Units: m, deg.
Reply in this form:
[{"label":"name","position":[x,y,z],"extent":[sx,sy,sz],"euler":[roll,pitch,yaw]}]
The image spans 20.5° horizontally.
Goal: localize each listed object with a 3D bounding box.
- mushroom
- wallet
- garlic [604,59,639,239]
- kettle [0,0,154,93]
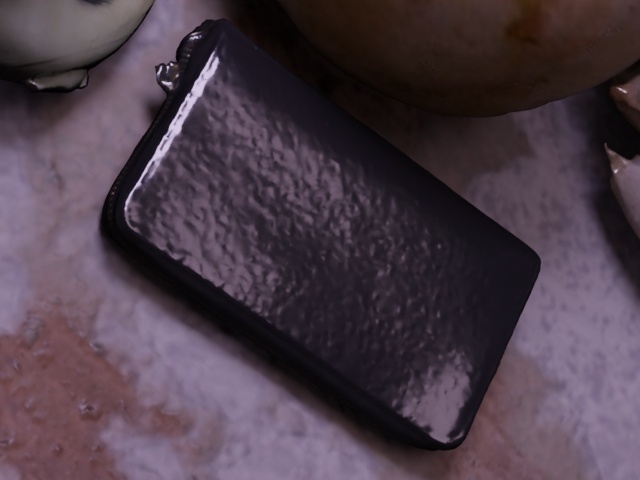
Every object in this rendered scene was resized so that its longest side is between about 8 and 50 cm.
[{"label":"mushroom","position":[0.100,-0.217,0.991],"extent":[0.292,0.292,0.290],"euler":[59,25,0]},{"label":"wallet","position":[0.000,0.000,0.954],"extent":[0.250,0.044,0.149],"euler":[34,62,-17]},{"label":"garlic","position":[0.261,-0.110,1.076],"extent":[0.185,0.203,0.281],"euler":[-40,127,-67]},{"label":"kettle","position":[-0.165,-0.234,0.856],"extent":[0.321,0.228,0.324],"euler":[40,56,-51]}]
